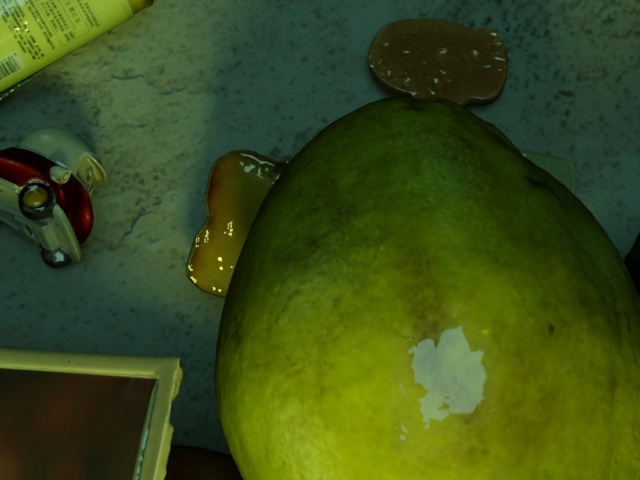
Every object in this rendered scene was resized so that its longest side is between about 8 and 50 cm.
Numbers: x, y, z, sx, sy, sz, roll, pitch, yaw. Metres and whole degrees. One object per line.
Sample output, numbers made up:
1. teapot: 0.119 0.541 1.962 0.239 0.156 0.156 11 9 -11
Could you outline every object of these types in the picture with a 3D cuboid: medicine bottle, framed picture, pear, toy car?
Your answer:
1. medicine bottle: -0.277 -0.227 1.156 0.239 0.124 0.124 -32 80 -8
2. framed picture: -0.215 0.218 0.861 0.211 0.020 0.289 1 69 24
3. pear: 0.084 0.096 0.910 0.352 0.352 0.413 -5 57 -2
4. toy car: -0.264 -0.056 1.133 0.139 0.112 0.112 25 64 14

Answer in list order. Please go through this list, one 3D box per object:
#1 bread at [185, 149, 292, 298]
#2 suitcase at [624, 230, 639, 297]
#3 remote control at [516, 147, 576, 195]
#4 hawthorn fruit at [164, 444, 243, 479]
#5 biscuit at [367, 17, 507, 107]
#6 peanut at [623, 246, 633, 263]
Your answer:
1. bread: 0.000 0.000 1.107 0.233 0.088 0.160 16 106 -10
2. suitcase: 0.424 0.100 0.984 0.335 0.229 0.152 22 98 -14
3. remote control: 0.129 -0.055 1.165 0.234 0.038 0.098 13 78 3
4. hawthorn fruit: -0.115 0.296 0.976 0.301 0.268 0.267 3 78 -16
5. biscuit: 0.114 -0.166 1.190 0.140 0.023 0.118 13 70 1
6. peanut: 0.309 0.058 1.113 0.100 0.099 0.214 33 84 6
